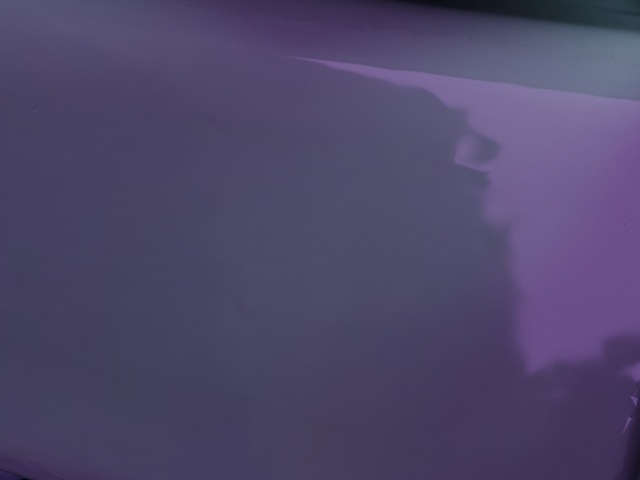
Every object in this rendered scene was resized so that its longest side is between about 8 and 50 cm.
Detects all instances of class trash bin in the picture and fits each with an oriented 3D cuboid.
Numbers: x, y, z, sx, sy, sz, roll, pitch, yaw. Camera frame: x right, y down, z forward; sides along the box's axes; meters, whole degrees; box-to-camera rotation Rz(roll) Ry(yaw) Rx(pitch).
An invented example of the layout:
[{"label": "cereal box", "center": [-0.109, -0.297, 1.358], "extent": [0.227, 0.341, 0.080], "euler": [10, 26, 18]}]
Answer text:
[{"label": "trash bin", "center": [0.000, 0.000, 0.532], "extent": [0.368, 0.296, 0.255], "euler": [12, 108, 4]}]
